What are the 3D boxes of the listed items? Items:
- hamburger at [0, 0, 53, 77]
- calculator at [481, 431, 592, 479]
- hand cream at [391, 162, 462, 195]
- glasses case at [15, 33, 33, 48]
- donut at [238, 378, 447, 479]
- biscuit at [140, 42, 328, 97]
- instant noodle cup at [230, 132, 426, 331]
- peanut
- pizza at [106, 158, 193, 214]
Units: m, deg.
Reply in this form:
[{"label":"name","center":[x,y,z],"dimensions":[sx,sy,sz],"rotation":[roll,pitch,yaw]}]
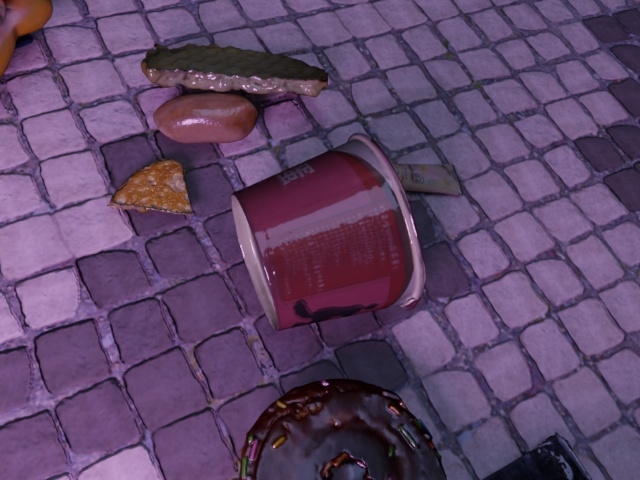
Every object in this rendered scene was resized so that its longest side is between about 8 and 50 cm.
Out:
[{"label":"hamburger","center":[-0.532,-0.301,0.881],"dimensions":[0.261,0.186,0.302],"rotation":[40,78,16]},{"label":"calculator","center":[0.300,0.373,0.773],"dimensions":[0.161,0.021,0.261],"rotation":[-19,65,-22]},{"label":"hand cream","center":[0.153,-0.096,1.019],"dimensions":[0.143,0.039,0.061],"rotation":[-1,57,-20]},{"label":"glasses case","center":[-0.481,-0.302,0.998],"dimensions":[0.083,0.023,0.033],"rotation":[-23,69,-25]},{"label":"donut","center":[0.021,0.272,0.727],"dimensions":[0.235,0.089,0.235],"rotation":[7,57,-10]},{"label":"biscuit","center":[-0.133,-0.267,1.015],"dimensions":[0.274,0.036,0.187],"rotation":[1,31,-13]},{"label":"instant noodle cup","center":[0.000,0.000,0.819],"dimensions":[0.179,0.234,0.234],"rotation":[-17,64,-13]},{"label":"peanut","center":[-0.168,-0.181,0.969],"dimensions":[0.152,0.076,0.076],"rotation":[-3,60,-9]},{"label":"pizza","center":[-0.220,-0.058,0.909],"dimensions":[0.109,0.026,0.123],"rotation":[38,58,16]}]
